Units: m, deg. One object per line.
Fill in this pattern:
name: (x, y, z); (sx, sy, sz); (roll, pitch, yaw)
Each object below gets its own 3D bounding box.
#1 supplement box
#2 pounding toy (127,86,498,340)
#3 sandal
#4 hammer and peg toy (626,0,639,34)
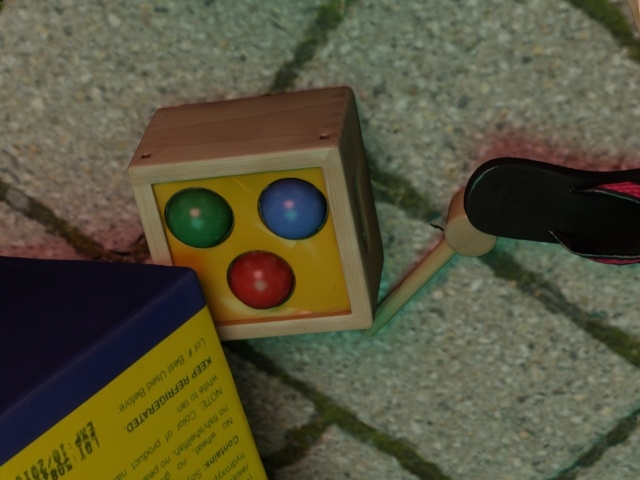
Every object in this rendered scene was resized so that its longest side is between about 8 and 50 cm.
supplement box: (-0.153, 0.212, 0.911); (0.195, 0.194, 0.356); (2, 118, 39)
pounding toy: (0.007, 0.007, 0.898); (0.206, 0.094, 0.181); (-5, 120, 11)
sandal: (0.174, -0.012, 0.874); (0.179, 0.040, 0.067); (4, 118, -16)
hammer and peg toy: (0.321, -0.031, 0.732); (0.266, 0.127, 0.361); (-21, 87, 19)
